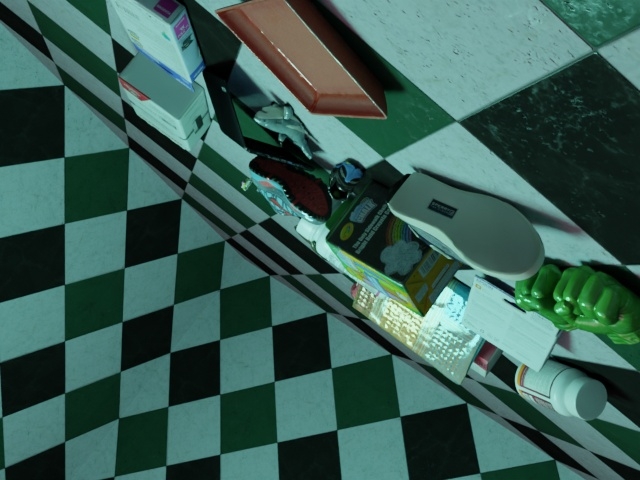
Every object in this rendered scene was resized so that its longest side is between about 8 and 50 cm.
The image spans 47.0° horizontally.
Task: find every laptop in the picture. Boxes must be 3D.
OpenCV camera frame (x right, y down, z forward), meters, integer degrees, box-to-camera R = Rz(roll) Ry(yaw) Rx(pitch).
[{"bbox_3d":[-0.147,-0.279,1.695,0.265,0.136,0.234,15,-167,-25],"label":"laptop"}]

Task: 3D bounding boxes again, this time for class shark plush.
[{"bbox_3d":[-0.076,-0.237,1.600,0.073,0.067,0.161,27,165,44],"label":"shark plush"}]

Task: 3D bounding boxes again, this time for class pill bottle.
[{"bbox_3d":[0.605,0.372,1.857,0.121,0.121,0.221,41,169,-21],"label":"pill bottle"},{"bbox_3d":[0.091,0.004,1.843,0.283,0.160,0.160,36,170,7],"label":"pill bottle"}]

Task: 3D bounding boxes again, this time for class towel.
[{"bbox_3d":[0.273,0.180,1.945,0.370,0.040,0.271,35,127,20],"label":"towel"}]

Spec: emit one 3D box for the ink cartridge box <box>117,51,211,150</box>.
[{"bbox_3d":[-0.413,-0.374,1.990,0.197,0.114,0.273,36,169,2],"label":"ink cartridge box"}]

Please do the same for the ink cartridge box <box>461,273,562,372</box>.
[{"bbox_3d":[0.444,0.182,1.705,0.223,0.045,0.224,33,150,22],"label":"ink cartridge box"}]

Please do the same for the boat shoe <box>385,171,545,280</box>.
[{"bbox_3d":[0.279,-0.009,1.328,0.340,0.127,0.158,38,180,44],"label":"boat shoe"}]

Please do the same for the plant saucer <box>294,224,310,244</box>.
[{"bbox_3d":[0.000,0.000,2.477,0.199,0.036,0.198,37,169,8],"label":"plant saucer"}]

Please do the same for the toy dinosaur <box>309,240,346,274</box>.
[{"bbox_3d":[0.017,0.011,2.247,0.314,0.121,0.160,24,150,38],"label":"toy dinosaur"}]

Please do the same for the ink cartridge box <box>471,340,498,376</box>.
[{"bbox_3d":[0.374,0.242,2.063,0.283,0.117,0.207,33,169,20],"label":"ink cartridge box"}]

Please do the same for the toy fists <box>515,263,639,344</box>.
[{"bbox_3d":[0.446,0.107,1.297,0.142,0.096,0.279,41,170,-15],"label":"toy fists"}]

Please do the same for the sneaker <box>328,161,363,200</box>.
[{"bbox_3d":[0.043,-0.126,1.658,0.067,0.078,0.188,37,172,-3],"label":"sneaker"}]

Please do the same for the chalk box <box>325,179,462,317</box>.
[{"bbox_3d":[0.144,0.004,1.624,0.289,0.180,0.179,32,168,35],"label":"chalk box"}]

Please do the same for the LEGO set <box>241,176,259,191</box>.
[{"bbox_3d":[-0.148,-0.153,2.098,0.132,0.107,0.287,34,169,19],"label":"LEGO set"}]

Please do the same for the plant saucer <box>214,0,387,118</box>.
[{"bbox_3d":[-0.025,-0.304,1.196,0.259,0.047,0.258,44,168,-29],"label":"plant saucer"}]

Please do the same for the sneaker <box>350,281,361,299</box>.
[{"bbox_3d":[0.172,0.141,2.415,0.136,0.116,0.314,60,165,-12],"label":"sneaker"}]

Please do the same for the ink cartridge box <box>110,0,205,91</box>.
[{"bbox_3d":[-0.350,-0.452,1.588,0.186,0.065,0.311,36,167,8],"label":"ink cartridge box"}]

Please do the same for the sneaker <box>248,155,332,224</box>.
[{"bbox_3d":[-0.064,-0.109,1.786,0.262,0.104,0.125,40,153,31],"label":"sneaker"}]
